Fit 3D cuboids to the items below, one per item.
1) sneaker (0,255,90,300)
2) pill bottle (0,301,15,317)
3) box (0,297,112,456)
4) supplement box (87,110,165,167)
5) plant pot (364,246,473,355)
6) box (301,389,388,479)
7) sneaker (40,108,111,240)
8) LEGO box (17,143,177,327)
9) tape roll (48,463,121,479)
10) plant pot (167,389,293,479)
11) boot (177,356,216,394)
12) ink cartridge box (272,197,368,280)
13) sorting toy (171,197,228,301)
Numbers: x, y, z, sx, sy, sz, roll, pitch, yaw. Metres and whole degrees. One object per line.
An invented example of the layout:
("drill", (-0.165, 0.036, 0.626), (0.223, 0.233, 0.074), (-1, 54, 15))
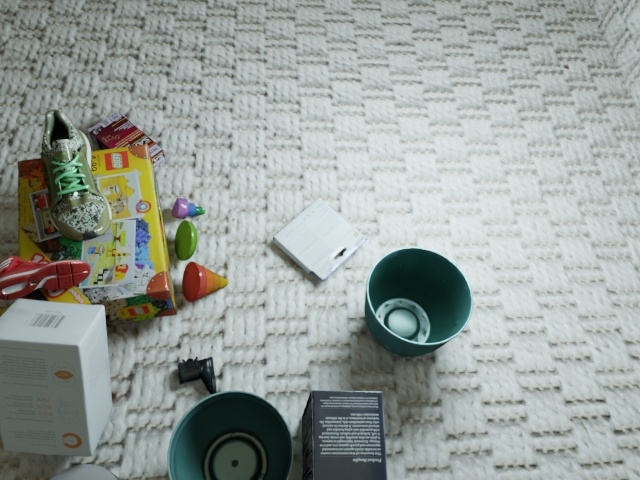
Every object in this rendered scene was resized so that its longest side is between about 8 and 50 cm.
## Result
("sneaker", (-0.708, 0.067, 1.394), (0.221, 0.087, 0.128), (-11, 37, -36))
("pill bottle", (-0.884, 0.256, 1.528), (0.184, 0.103, 0.103), (-37, 70, -23))
("box", (-0.648, 0.336, 1.351), (0.215, 0.345, 0.168), (6, 26, -3))
("supplement box", (-0.664, -0.326, 1.902), (0.239, 0.073, 0.130), (38, 63, 14))
("plant pot", (0.260, 0.202, 1.600), (0.293, 0.235, 0.292), (2, 59, -4))
("box", (0.051, 0.547, 1.348), (0.183, 0.296, 0.293), (3, 61, -5))
("sneaker", (-0.681, -0.183, 1.481), (0.158, 0.182, 0.410), (-20, 65, -17))
("LEGO box", (-0.644, -0.004, 1.601), (0.373, 0.193, 0.499), (-11, 62, -13))
("tape roll", (-0.580, 0.664, 1.344), (0.219, 0.072, 0.219), (2, 60, -4))
("plant pot", (-0.216, 0.545, 1.377), (0.293, 0.196, 0.292), (2, 60, -4))
("boot", (-0.344, 0.381, 1.545), (0.099, 0.045, 0.121), (-8, 54, -13))
("ink cartridge box", (0.000, 0.000, 1.798), (0.224, 0.045, 0.223), (41, 65, 16))
("sorting toy", (-0.372, 0.024, 1.734), (0.126, 0.127, 0.365), (6, 52, -37))
